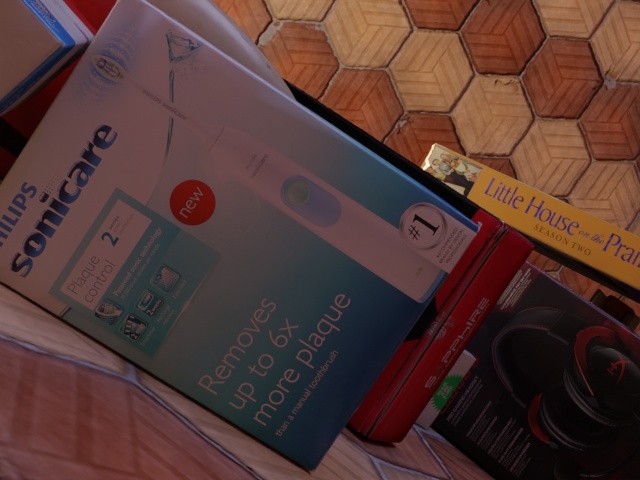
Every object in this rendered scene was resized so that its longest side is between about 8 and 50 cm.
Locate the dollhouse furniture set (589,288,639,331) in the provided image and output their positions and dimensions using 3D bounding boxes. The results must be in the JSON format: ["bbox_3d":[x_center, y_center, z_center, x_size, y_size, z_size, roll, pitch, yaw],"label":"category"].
[{"bbox_3d":[0.403,0.224,1.442,0.262,0.259,0.135,35,7,9],"label":"dollhouse furniture set"}]

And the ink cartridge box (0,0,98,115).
[{"bbox_3d":[-0.226,-0.158,0.740,0.134,0.078,0.231,48,4,-12],"label":"ink cartridge box"}]

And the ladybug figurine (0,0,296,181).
[{"bbox_3d":[-0.197,-0.118,0.994,0.449,0.162,0.305,35,-36,8],"label":"ladybug figurine"}]

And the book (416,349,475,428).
[{"bbox_3d":[0.083,0.129,1.206,0.144,0.096,0.035,32,5,-19],"label":"book"}]

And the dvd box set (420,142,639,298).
[{"bbox_3d":[0.360,0.017,1.450,0.420,0.062,0.307,30,3,38],"label":"dvd box set"}]

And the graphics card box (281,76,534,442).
[{"bbox_3d":[0.000,0.000,1.111,0.371,0.233,0.094,36,6,34],"label":"graphics card box"}]

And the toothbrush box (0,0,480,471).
[{"bbox_3d":[-0.071,-0.010,0.817,0.295,0.216,0.126,34,5,-8],"label":"toothbrush box"}]

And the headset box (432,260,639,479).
[{"bbox_3d":[0.266,0.175,1.249,0.293,0.218,0.110,38,6,31],"label":"headset box"}]
